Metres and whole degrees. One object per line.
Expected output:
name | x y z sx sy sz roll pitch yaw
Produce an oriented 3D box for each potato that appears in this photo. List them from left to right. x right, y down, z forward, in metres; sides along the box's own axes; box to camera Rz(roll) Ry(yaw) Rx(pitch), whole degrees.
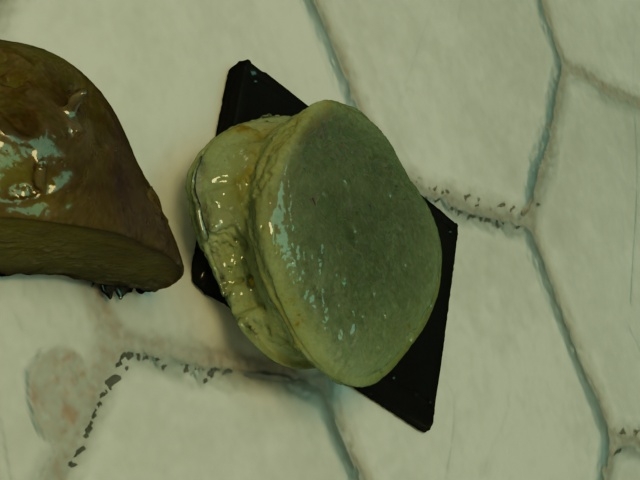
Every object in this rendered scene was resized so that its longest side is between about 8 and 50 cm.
potato | -0.108 -0.037 0.722 0.172 0.089 0.100 15 62 -47

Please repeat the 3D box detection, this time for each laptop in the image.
laptop | 0.010 0.006 0.916 0.197 0.016 0.135 34 53 -40

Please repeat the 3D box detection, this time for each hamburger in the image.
hamburger | 0.000 0.000 0.845 0.133 0.062 0.140 -49 119 -42
